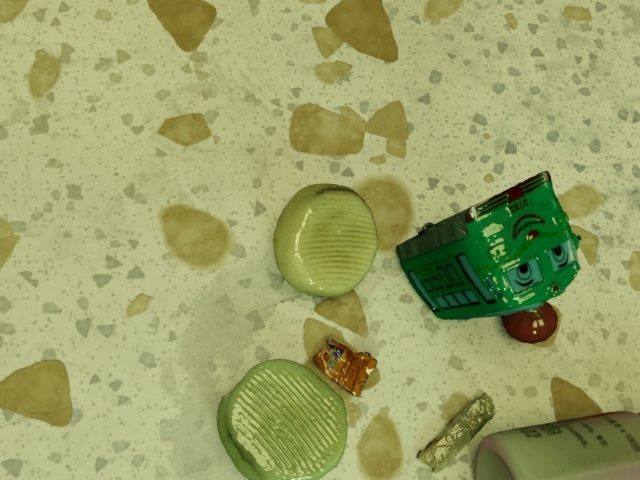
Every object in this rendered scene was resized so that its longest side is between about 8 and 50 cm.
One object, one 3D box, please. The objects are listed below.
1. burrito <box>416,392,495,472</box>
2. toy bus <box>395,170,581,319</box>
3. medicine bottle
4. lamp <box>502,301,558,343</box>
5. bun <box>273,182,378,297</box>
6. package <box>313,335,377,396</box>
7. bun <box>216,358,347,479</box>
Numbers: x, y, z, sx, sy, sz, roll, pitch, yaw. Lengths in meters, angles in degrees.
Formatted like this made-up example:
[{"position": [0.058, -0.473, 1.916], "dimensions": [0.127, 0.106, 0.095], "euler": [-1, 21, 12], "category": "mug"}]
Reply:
[{"position": [0.247, 0.343, 1.171], "dimensions": [0.171, 0.042, 0.051], "euler": [-40, 92, -17], "category": "burrito"}, {"position": [0.283, 0.030, 1.130], "dimensions": [0.184, 0.343, 0.199], "euler": [-25, 87, -16], "category": "toy bus"}, {"position": [0.476, 0.401, 1.094], "dimensions": [0.389, 0.219, 0.219], "euler": [-7, 73, -11], "category": "medicine bottle"}, {"position": [0.394, 0.149, 1.236], "dimensions": [0.101, 0.090, 0.101], "euler": [-6, 33, 4], "category": "lamp"}, {"position": [0.000, 0.000, 1.208], "dimensions": [0.223, 0.128, 0.222], "euler": [6, 80, -37], "category": "bun"}, {"position": [0.045, 0.222, 1.182], "dimensions": [0.111, 0.033, 0.077], "euler": [35, 60, -2], "category": "package"}, {"position": [-0.064, 0.313, 1.096], "dimensions": [0.222, 0.108, 0.221], "euler": [6, 64, -12], "category": "bun"}]
